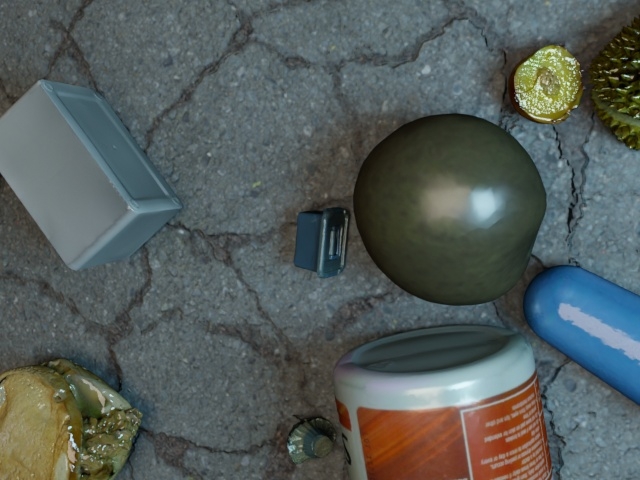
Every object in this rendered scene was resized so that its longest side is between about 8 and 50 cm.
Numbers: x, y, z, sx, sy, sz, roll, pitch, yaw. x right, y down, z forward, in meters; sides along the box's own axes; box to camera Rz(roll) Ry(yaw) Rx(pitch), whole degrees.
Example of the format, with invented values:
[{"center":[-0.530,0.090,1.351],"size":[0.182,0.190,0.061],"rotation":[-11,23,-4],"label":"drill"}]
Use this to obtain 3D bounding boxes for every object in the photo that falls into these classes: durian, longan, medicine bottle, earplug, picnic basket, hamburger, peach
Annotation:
[{"center":[0.438,-0.194,0.770],"size":[0.237,0.138,0.193],"rotation":[-34,86,17],"label":"durian"},{"center":[0.162,-0.033,0.836],"size":[0.249,0.248,0.248],"rotation":[2,97,17],"label":"longan"},{"center":[0.155,0.248,0.852],"size":[0.253,0.252,0.240],"rotation":[-9,93,18],"label":"medicine bottle"},{"center":[0.381,0.126,0.838],"size":[0.273,0.132,0.132],"rotation":[32,105,15],"label":"earplug"},{"center":[-0.017,0.298,1.018],"size":[0.083,0.083,0.065],"rotation":[-10,97,62],"label":"picnic basket"},{"center":[-0.429,0.314,1.104],"size":[0.286,0.146,0.243],"rotation":[-21,84,25],"label":"hamburger"},{"center":[0.283,-0.195,0.860],"size":[0.098,0.061,0.098],"rotation":[-1,99,-5],"label":"peach"}]

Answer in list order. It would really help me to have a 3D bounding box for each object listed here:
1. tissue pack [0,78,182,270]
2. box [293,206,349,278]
[{"center":[-0.352,-0.099,1.019],"size":[0.136,0.159,0.246],"rotation":[-38,84,16],"label":"tissue pack"},{"center":[0.000,0.000,0.969],"size":[0.054,0.074,0.099],"rotation":[11,100,30],"label":"box"}]
